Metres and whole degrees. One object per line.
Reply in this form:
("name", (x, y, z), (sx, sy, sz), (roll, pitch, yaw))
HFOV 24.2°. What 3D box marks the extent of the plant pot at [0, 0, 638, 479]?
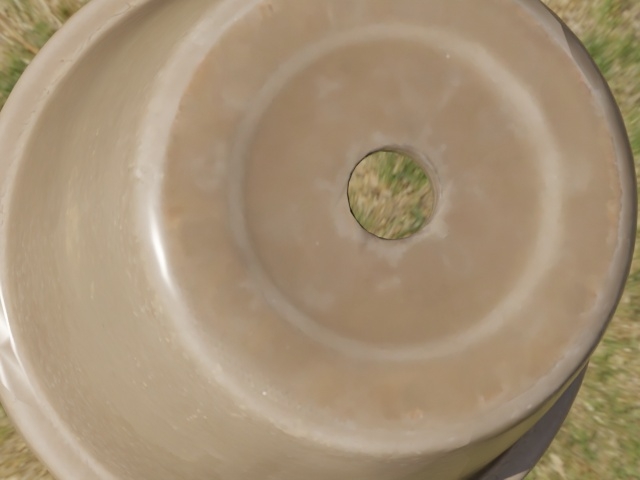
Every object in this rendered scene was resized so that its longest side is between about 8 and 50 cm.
("plant pot", (0.000, 0.000, 0.530), (0.263, 0.229, 0.263), (1, 85, -9))
